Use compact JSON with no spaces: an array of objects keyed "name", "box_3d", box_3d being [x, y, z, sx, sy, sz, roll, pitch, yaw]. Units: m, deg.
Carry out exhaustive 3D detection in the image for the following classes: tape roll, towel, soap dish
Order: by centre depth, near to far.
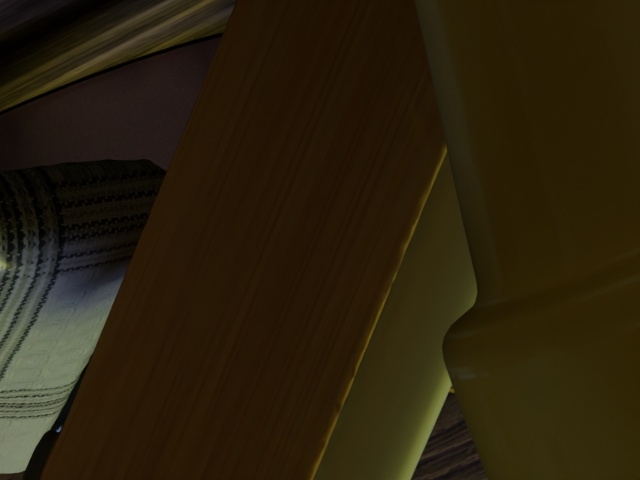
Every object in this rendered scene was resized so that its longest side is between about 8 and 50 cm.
[{"name":"soap dish","box_3d":[0.000,0.000,0.673,0.229,0.118,0.291,17,96,-89]},{"name":"towel","box_3d":[-0.249,0.071,0.791,0.312,0.056,0.324,-9,159,-28]},{"name":"tape roll","box_3d":[-0.128,-0.020,1.002,0.274,0.090,0.275,-23,179,0]}]

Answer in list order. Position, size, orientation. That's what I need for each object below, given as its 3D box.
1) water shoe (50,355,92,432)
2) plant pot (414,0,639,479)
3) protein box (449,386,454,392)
[{"name":"water shoe","box_3d":[-0.170,0.092,1.053,0.203,0.080,0.073,-24,178,15]},{"name":"plant pot","box_3d":[0.125,-0.062,0.416,0.254,0.239,0.254,-23,178,-1]},{"name":"protein box","box_3d":[0.107,-0.014,1.067,0.199,0.201,0.136,14,168,-21]}]
